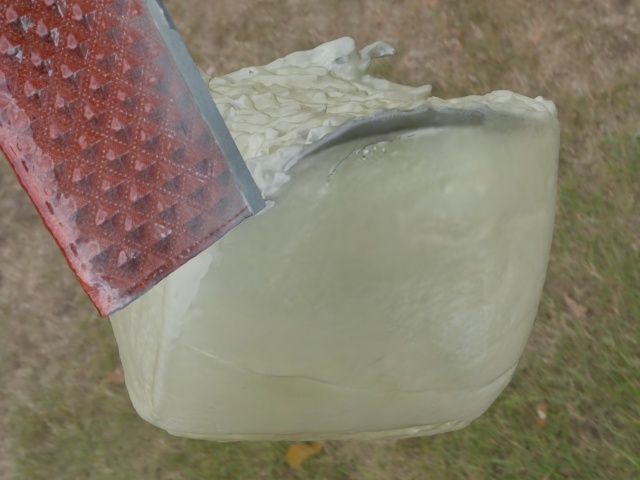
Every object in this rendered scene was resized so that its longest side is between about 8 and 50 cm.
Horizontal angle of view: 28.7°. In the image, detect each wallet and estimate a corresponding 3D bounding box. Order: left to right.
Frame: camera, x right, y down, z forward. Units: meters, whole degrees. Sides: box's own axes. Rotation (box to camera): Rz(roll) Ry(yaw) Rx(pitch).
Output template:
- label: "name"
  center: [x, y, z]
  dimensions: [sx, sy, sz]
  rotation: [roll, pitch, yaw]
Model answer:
- label: "wallet"
  center: [-0.097, -0.077, 0.483]
  dimensions: [0.020, 0.196, 0.103]
  rotation: [-15, 17, 43]

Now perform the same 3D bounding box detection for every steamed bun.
- label: "steamed bun"
  center: [0.000, 0.000, 0.763]
  dimensions: [0.290, 0.272, 0.274]
  rotation: [-7, 92, -8]
